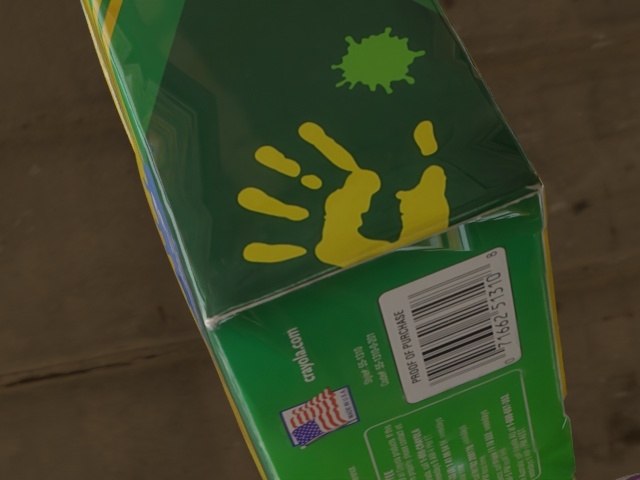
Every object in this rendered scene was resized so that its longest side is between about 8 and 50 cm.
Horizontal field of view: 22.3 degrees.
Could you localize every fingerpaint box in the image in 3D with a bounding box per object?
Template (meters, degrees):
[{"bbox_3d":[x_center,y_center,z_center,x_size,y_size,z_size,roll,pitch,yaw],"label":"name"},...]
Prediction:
[{"bbox_3d":[0.000,0.000,0.937,0.163,0.445,0.371,-21,-126,-3],"label":"fingerpaint box"}]

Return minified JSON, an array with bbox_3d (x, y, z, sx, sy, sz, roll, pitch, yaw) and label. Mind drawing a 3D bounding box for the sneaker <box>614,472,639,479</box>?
[{"bbox_3d":[0.254,0.283,0.967,0.114,0.305,0.152,-4,-51,-21],"label":"sneaker"}]
